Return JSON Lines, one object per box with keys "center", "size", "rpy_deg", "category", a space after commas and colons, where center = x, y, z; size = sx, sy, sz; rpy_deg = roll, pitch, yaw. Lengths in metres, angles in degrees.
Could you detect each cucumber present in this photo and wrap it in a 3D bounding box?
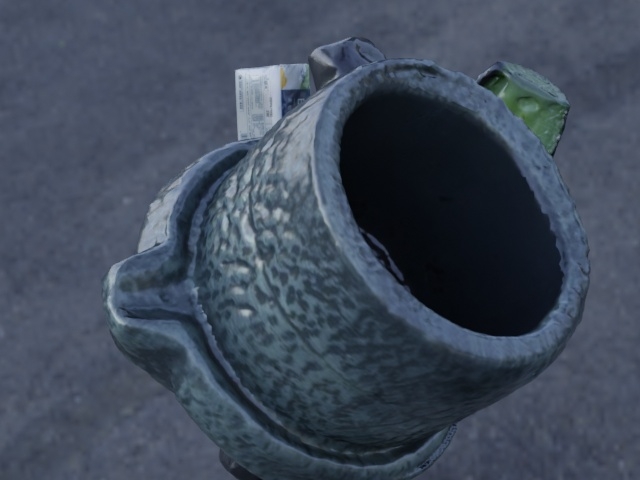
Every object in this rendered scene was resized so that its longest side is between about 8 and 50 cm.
{"center": [0.162, -0.078, 1.650], "size": [0.115, 0.193, 0.086], "rpy_deg": [34, 30, 7], "category": "cucumber"}

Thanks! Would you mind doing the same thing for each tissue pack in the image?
{"center": [-0.037, -0.101, 1.400], "size": [0.042, 0.083, 0.062], "rpy_deg": [-7, 4, -41], "category": "tissue pack"}

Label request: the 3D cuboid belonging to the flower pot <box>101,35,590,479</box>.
{"center": [-0.001, 0.032, 1.219], "size": [0.283, 0.299, 0.299], "rpy_deg": [-39, 1, 45], "category": "flower pot"}
